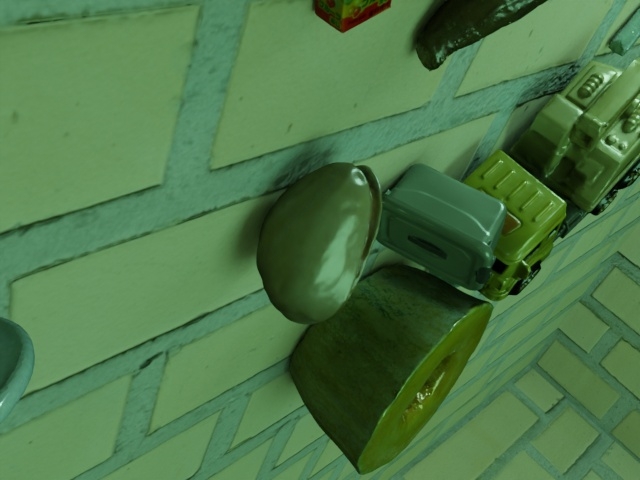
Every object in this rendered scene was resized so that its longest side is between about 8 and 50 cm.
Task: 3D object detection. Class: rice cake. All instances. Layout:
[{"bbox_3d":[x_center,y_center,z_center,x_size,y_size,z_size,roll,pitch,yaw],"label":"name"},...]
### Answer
[{"bbox_3d":[0.544,-0.385,1.249,0.207,0.033,0.033,-49,167,3],"label":"rice cake"}]

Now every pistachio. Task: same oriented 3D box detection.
[{"bbox_3d":[0.000,0.000,0.825,0.124,0.124,0.184,-4,129,-58],"label":"pistachio"}]

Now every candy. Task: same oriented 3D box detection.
[{"bbox_3d":[0.032,-0.231,0.616,0.062,0.038,0.122,-35,154,-27],"label":"candy"}]

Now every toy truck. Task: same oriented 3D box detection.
[{"bbox_3d":[0.360,-0.106,1.197,0.405,0.181,0.254,-42,158,-13],"label":"toy truck"}]

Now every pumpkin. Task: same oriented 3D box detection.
[{"bbox_3d":[0.099,0.185,1.230,0.332,0.199,0.332,-45,158,-25],"label":"pumpkin"}]

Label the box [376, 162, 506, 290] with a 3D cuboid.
[{"bbox_3d":[0.163,-0.023,1.026,0.092,0.172,0.124,-54,162,-22],"label":"box"}]

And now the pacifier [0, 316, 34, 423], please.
[{"bbox_3d":[-0.310,0.074,0.384,0.299,0.244,0.233,-27,120,-27],"label":"pacifier"}]

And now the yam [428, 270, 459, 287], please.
[{"bbox_3d":[0.265,0.042,1.416,0.169,0.068,0.068,-16,142,-48],"label":"yam"}]

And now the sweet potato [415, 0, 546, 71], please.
[{"bbox_3d":[0.218,-0.277,0.800,0.286,0.085,0.112,-45,161,-3],"label":"sweet potato"}]
